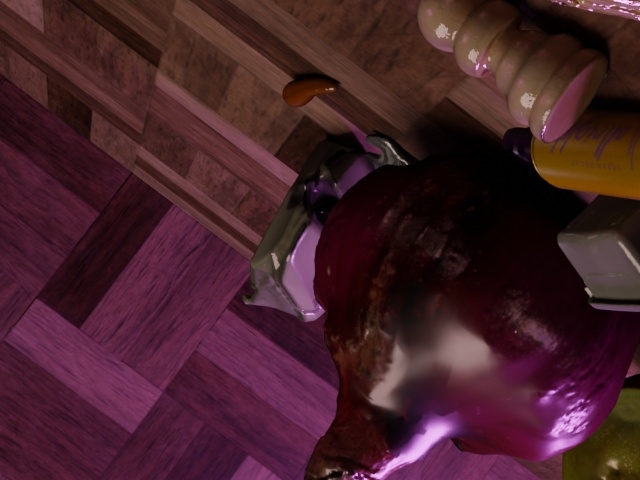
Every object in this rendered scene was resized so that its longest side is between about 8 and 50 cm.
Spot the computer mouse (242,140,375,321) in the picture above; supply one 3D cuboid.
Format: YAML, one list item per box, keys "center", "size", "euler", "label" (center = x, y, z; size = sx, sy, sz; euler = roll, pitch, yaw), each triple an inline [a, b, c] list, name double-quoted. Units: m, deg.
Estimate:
- center: [0.003, 0.001, 2.261]
  size: [0.145, 0.228, 0.429]
  euler: [31, 167, 2]
  label: "computer mouse"

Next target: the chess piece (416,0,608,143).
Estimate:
- center: [0.156, -0.166, 1.425]
  size: [0.170, 0.094, 0.094]
  euler: [36, 170, 20]
  label: "chess piece"

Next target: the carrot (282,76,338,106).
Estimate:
- center: [-0.016, -0.186, 2.024]
  size: [0.035, 0.035, 0.142]
  euler: [40, 164, -17]
  label: "carrot"

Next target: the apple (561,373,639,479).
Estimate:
- center: [0.458, 0.367, 2.069]
  size: [0.384, 0.374, 0.374]
  euler: [34, 169, 9]
  label: "apple"

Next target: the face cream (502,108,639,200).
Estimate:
- center: [0.253, -0.082, 1.497]
  size: [0.078, 0.078, 0.273]
  euler: [41, 168, -25]
  label: "face cream"

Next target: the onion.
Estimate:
- center: [0.128, 0.128, 1.862]
  size: [0.398, 0.420, 0.398]
  euler: [36, 156, 19]
  label: "onion"

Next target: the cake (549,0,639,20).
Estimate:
- center: [0.194, -0.187, 1.162]
  size: [0.185, 0.116, 0.079]
  euler: [44, 166, -14]
  label: "cake"

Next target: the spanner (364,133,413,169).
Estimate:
- center: [0.178, -0.040, 2.040]
  size: [0.302, 0.017, 0.071]
  euler: [35, 148, 9]
  label: "spanner"

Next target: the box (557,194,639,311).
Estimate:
- center: [0.309, -0.003, 1.572]
  size: [0.093, 0.124, 0.172]
  euler: [49, 166, -11]
  label: "box"
